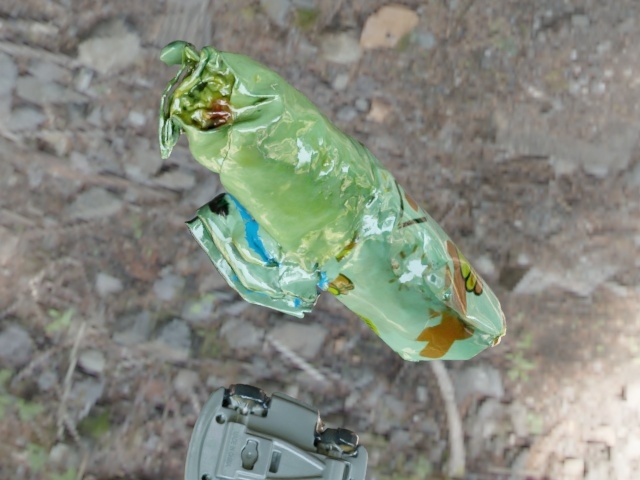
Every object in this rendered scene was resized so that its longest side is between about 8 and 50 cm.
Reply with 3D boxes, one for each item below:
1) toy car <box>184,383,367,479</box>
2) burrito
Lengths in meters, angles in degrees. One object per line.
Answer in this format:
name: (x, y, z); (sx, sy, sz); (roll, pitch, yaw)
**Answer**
toy car: (-0.040, 0.186, 1.062); (0.139, 0.112, 0.112); (16, 156, -6)
burrito: (0.000, 0.000, 0.715); (0.104, 0.054, 0.288); (-37, 134, 10)
